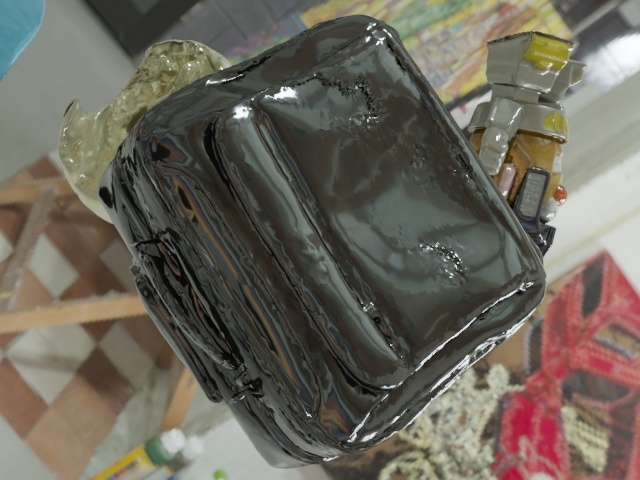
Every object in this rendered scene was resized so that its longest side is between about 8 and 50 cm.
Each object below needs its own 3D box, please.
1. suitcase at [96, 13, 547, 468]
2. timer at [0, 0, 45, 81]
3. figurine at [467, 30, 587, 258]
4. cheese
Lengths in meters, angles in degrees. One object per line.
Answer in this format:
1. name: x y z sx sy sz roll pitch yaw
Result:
1. suitcase: 0.000 0.000 0.966 0.339 0.188 0.345 -33 92 -31
2. timer: -0.255 -0.098 0.373 0.250 0.091 0.232 46 61 -33
3. figurine: 0.252 -0.111 1.359 0.143 0.308 0.308 14 -12 41
4. cheese: -0.214 -0.138 1.410 0.127 0.266 0.233 39 -9 24
